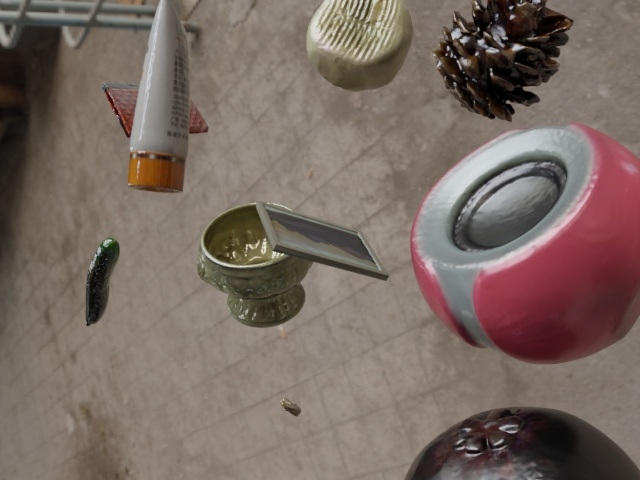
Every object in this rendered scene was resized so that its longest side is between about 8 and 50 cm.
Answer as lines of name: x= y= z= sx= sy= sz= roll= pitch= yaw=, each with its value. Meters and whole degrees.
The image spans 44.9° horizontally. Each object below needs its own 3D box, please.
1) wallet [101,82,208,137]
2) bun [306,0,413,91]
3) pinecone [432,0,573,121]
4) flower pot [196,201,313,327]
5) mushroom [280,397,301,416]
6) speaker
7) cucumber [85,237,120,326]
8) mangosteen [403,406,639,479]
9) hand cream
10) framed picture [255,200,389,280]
wallet: x=-0.284 y=-0.227 z=1.348 sx=0.020 sy=0.196 sz=0.103 roll=-37 pitch=79 yaw=31
bun: x=0.071 y=-0.358 z=1.384 sx=0.128 sy=0.178 sz=0.193 roll=96 pitch=-164 yaw=-70
pinecone: x=0.276 y=-0.285 z=1.162 sx=0.204 sy=0.179 sz=0.184 roll=-31 pitch=100 yaw=27
flower pot: x=-0.162 y=0.074 z=2.020 sx=0.307 sy=0.307 sz=0.244 roll=36 pitch=144 yaw=43
mushroom: x=-0.070 y=0.394 z=1.828 sx=0.049 sy=0.101 sz=0.019 roll=40 pitch=88 yaw=22
speaker: x=0.249 y=0.001 z=0.917 sx=0.294 sy=0.294 sz=0.294 roll=16 pitch=110 yaw=50
cucumber: x=-0.452 y=0.085 z=1.586 sx=0.056 sy=0.056 sz=0.284 roll=58 pitch=141 yaw=26
mangosteen: x=0.239 y=0.337 z=0.853 sx=0.313 sy=0.297 sz=0.297 roll=43 pitch=136 yaw=1
hand cream: x=-0.239 y=-0.232 z=1.195 sx=0.140 sy=0.089 sz=0.314 roll=102 pitch=175 yaw=-84
framed picture: x=0.000 y=-0.001 z=1.624 sx=0.018 sy=0.265 sz=0.192 roll=-64 pitch=28 yaw=22
